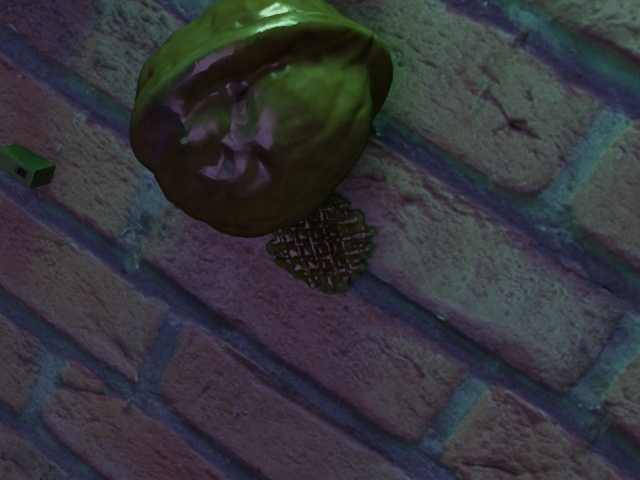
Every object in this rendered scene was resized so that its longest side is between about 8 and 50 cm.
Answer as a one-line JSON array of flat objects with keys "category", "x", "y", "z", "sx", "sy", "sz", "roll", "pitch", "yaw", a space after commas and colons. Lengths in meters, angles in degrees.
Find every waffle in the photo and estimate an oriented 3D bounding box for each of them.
[{"category": "waffle", "x": 0.000, "y": 0.000, "z": 1.467, "sx": 0.183, "sy": 0.036, "sz": 0.169, "roll": 31, "pitch": 112, "yaw": 9}]

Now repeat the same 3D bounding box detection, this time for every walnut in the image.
[{"category": "walnut", "x": -0.097, "y": -0.200, "z": 1.292, "sx": 0.383, "sy": 0.383, "sz": 0.383, "roll": 6, "pitch": 107, "yaw": 19}]

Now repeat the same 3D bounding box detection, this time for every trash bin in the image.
[{"category": "trash bin", "x": -0.557, "y": -0.141, "z": 1.620, "sx": 0.092, "sy": 0.061, "sz": 0.043, "roll": 30, "pitch": 114, "yaw": 13}]
